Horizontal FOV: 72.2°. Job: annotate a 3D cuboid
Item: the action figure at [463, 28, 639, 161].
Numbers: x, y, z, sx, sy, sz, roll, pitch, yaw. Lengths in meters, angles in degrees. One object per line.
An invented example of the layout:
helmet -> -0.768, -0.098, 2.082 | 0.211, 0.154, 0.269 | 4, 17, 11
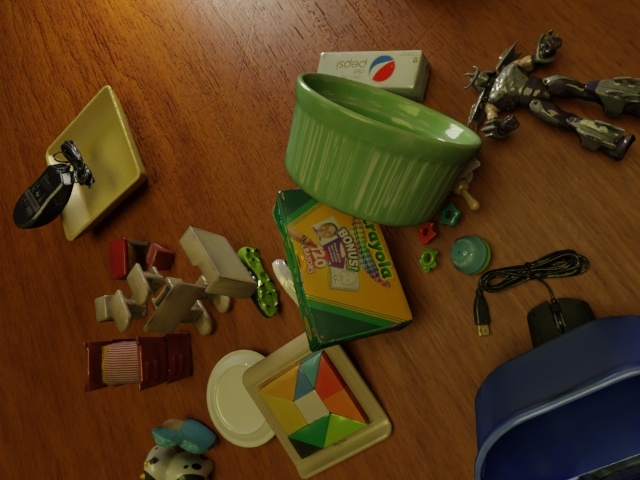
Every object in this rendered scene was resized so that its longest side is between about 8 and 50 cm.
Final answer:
action figure -> 0.356, -0.231, 0.696 | 0.285, 0.099, 0.185 | 31, 105, 32

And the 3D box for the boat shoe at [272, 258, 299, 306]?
boat shoe -> -0.027, 0.100, 0.891 | 0.063, 0.066, 0.184 | -42, 65, 8

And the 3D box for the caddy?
caddy -> 0.357, 0.254, 0.541 | 0.341, 0.179, 0.241 | -36, 97, 21

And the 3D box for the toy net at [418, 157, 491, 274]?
toy net -> 0.236, -0.057, 0.776 | 0.122, 0.045, 0.231 | -5, 78, 52

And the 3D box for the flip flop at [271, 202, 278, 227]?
flip flop -> 0.000, 0.000, 0.875 | 0.277, 0.080, 0.112 | 47, 107, 25

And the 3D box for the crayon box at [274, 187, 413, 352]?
crayon box -> 0.032, 0.037, 0.772 | 0.166, 0.081, 0.278 | -10, 68, -16

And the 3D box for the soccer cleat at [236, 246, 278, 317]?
soccer cleat -> -0.144, 0.097, 0.963 | 0.072, 0.060, 0.178 | -42, 60, 30

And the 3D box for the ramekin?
ramekin -> 0.088, -0.149, 0.720 | 0.303, 0.304, 0.148 | 36, 122, 28

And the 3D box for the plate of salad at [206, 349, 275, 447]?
plate of salad -> -0.157, 0.335, 0.940 | 0.200, 0.048, 0.199 | -4, 81, 24

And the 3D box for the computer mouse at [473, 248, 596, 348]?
computer mouse -> 0.338, 0.152, 0.679 | 0.184, 0.060, 0.261 | -13, 77, 27

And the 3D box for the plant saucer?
plant saucer -> -0.631, -0.211, 1.257 | 0.333, 0.081, 0.332 | -34, 69, 21

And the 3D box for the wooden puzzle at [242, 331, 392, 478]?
wooden puzzle -> -0.016, 0.309, 0.836 | 0.221, 0.044, 0.238 | -35, 81, 17

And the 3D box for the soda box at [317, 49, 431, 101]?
soda box -> 0.100, -0.323, 0.865 | 0.216, 0.069, 0.073 | 13, 90, 31

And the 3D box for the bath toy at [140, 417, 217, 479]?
bath toy -> -0.343, 0.585, 0.971 | 0.152, 0.129, 0.347 | 11, 90, 30

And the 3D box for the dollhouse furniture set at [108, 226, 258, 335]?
dollhouse furniture set -> -0.271, 0.121, 0.922 | 0.242, 0.212, 0.161 | -52, 53, 14

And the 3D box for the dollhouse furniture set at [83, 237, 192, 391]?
dollhouse furniture set -> -0.451, 0.165, 1.067 | 0.202, 0.152, 0.373 | -14, 77, 27

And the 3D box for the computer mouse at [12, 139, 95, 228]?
computer mouse -> -0.739, -0.131, 1.228 | 0.272, 0.072, 0.188 | -44, 63, 4
